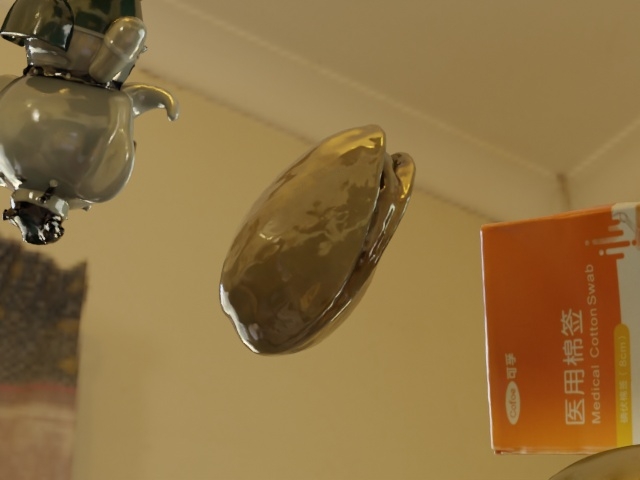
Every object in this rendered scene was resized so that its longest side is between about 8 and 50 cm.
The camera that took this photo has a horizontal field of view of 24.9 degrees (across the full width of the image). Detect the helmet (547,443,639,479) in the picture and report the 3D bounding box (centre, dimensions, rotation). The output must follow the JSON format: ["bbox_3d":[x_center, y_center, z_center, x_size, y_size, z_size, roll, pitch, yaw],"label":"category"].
[{"bbox_3d":[0.204,0.189,0.846,0.257,0.140,0.205,24,-48,5],"label":"helmet"}]

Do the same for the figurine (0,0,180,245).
[{"bbox_3d":[-0.166,-0.090,0.968,0.147,0.192,0.126,11,-9,33],"label":"figurine"}]

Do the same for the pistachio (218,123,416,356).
[{"bbox_3d":[0.000,0.000,1.233,0.136,0.226,0.136,32,-15,10],"label":"pistachio"}]

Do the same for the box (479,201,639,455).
[{"bbox_3d":[0.311,0.078,1.304,0.143,0.225,0.341,4,-8,-43],"label":"box"}]
